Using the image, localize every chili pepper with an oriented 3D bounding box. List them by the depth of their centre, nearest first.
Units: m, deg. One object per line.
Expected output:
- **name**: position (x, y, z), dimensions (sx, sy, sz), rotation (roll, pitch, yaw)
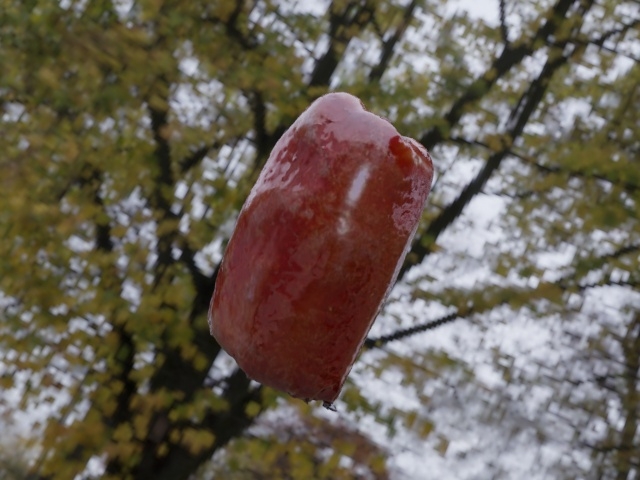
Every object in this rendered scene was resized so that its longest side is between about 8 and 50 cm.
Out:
- **chili pepper**: position (0.000, 0.000, 0.526), dimensions (0.070, 0.123, 0.073), rotation (24, 17, -1)
